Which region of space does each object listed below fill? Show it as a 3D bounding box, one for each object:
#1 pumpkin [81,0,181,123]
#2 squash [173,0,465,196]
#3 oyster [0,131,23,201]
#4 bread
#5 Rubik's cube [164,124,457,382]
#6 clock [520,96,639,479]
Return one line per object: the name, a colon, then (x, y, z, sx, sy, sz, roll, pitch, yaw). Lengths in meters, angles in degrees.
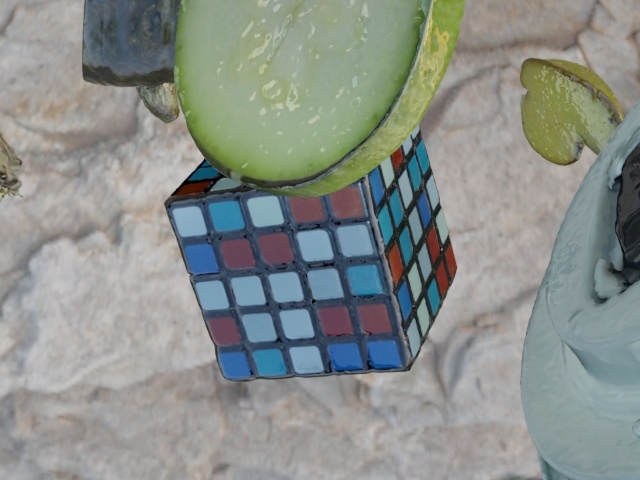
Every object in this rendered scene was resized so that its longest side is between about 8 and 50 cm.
pumpkin: (-0.186, -0.239, 1.444, 0.139, 0.317, 0.222, 2, 99, -8)
squash: (-0.006, -0.132, 0.794, 0.041, 0.219, 0.219, 14, 123, -45)
oyster: (-0.421, -0.105, 1.705, 0.056, 0.177, 0.105, -12, 137, -6)
bread: (0.343, -0.164, 1.758, 0.065, 0.187, 0.149, -26, 136, -33)
Rubik's cube: (0.000, 0.000, 1.148, 0.184, 0.182, 0.187, -9, 113, 22)
clock: (0.132, -0.012, 0.411, 0.053, 0.236, 0.236, 31, 114, -14)
